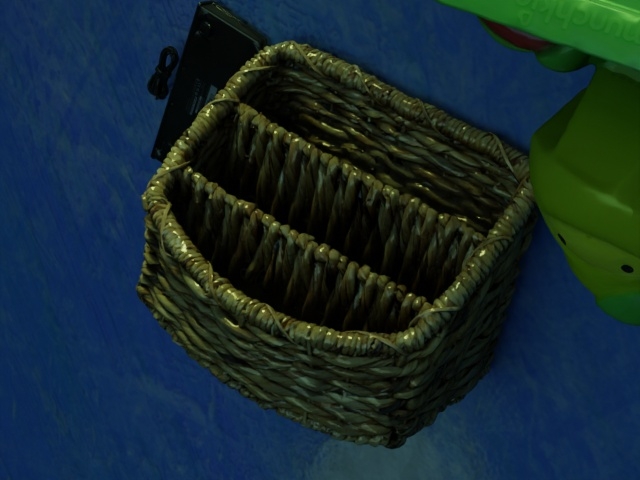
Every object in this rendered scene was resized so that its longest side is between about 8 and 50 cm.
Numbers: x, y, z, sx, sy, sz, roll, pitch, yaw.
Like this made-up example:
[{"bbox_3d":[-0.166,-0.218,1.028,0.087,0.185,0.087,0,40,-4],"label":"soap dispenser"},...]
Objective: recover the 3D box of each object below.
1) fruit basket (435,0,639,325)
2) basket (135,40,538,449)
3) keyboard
[{"bbox_3d":[0.224,-0.107,1.179,0.392,0.283,0.392,2,94,33],"label":"fruit basket"},{"bbox_3d":[0.000,0.000,1.424,0.299,0.213,0.223,31,127,25],"label":"basket"},{"bbox_3d":[-0.112,-0.137,1.588,0.108,0.023,0.180,34,127,16],"label":"keyboard"}]
